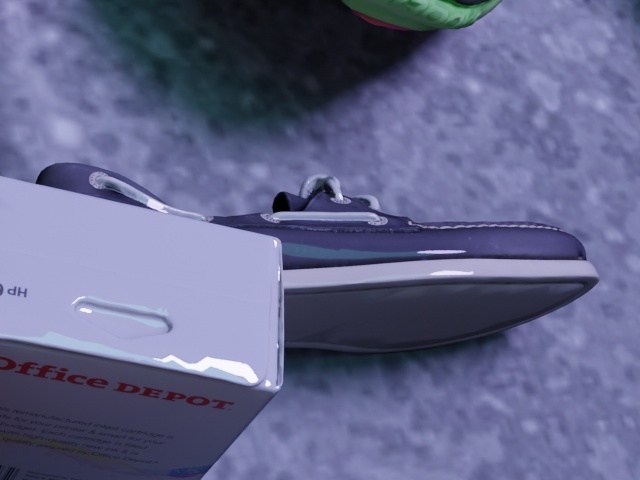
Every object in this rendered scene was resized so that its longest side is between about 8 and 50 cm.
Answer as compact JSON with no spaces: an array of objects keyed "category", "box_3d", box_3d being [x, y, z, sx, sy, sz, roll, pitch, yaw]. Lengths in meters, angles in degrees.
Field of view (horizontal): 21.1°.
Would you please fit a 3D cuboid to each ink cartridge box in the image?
[{"category":"ink cartridge box","box_3d":[-0.072,0.038,0.503,0.088,0.122,0.052,12,58,-19]}]

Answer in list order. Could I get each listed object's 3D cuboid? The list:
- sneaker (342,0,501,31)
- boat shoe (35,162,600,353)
[{"category":"sneaker","box_3d":[0.077,-0.281,0.704,0.185,0.202,0.483,28,54,-7]},{"category":"boat shoe","box_3d":[0.000,0.000,0.590,0.206,0.075,0.065,-2,67,-21]}]
